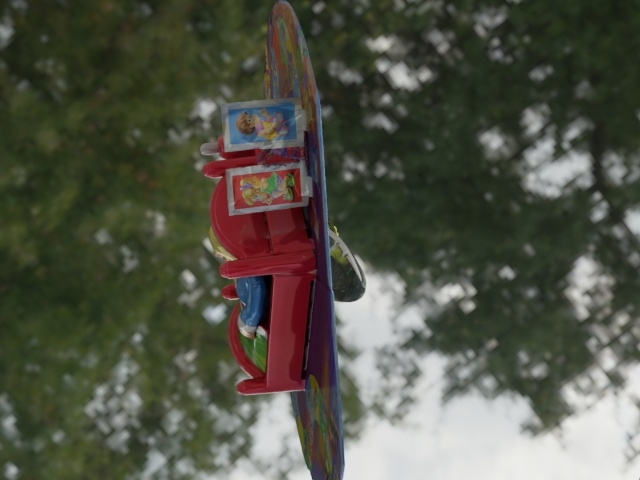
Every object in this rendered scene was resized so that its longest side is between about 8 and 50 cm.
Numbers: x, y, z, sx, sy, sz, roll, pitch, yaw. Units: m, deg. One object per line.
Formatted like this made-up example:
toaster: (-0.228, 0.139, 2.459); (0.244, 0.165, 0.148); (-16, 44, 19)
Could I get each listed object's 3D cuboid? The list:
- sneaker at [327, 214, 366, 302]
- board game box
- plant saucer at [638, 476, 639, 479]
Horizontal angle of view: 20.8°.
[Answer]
sneaker: (0.000, 0.000, 0.912); (0.035, 0.083, 0.031); (-3, 133, -52)
board game box: (-0.022, 0.006, 0.582); (0.033, 0.169, 0.133); (-5, -170, -8)
plant saucer: (0.313, 0.195, 1.000); (0.278, 0.278, 0.041); (-147, -108, -73)
